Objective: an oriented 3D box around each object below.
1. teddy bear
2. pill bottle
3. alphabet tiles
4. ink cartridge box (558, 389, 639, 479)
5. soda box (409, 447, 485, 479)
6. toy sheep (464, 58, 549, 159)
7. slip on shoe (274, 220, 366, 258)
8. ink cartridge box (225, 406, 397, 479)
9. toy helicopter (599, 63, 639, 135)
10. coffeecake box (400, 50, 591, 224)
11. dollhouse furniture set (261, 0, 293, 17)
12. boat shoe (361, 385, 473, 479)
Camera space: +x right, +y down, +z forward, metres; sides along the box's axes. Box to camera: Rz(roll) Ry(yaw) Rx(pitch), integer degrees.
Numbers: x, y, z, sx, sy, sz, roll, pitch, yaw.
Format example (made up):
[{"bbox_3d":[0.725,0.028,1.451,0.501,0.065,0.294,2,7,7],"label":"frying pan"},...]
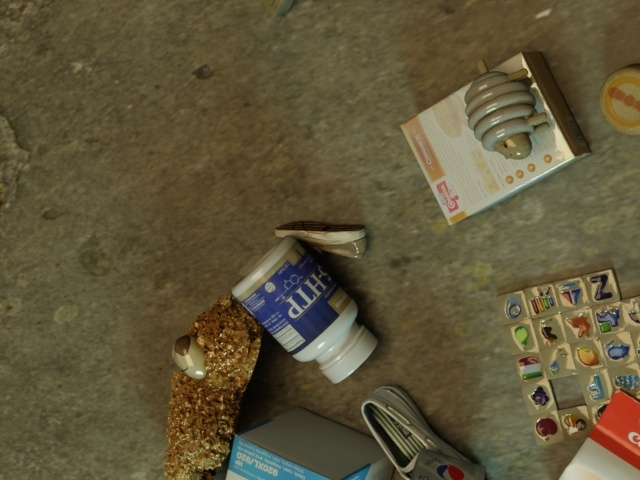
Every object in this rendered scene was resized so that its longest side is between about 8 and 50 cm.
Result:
[{"bbox_3d":[-0.171,0.240,1.803,0.113,0.245,0.338,14,133,-6],"label":"teddy bear"},{"bbox_3d":[-0.017,0.095,1.728,0.187,0.112,0.112,46,118,-5],"label":"pill bottle"},{"bbox_3d":[0.347,0.137,1.599,0.237,0.009,0.198,-16,89,31],"label":"alphabet tiles"},{"bbox_3d":[0.374,0.294,1.580,0.145,0.045,0.179,33,116,18],"label":"ink cartridge box"},{"bbox_3d":[0.128,0.415,1.659,0.091,0.098,0.286,16,111,4],"label":"soda box"},{"bbox_3d":[0.210,-0.153,1.512,0.091,0.091,0.132,-32,66,30],"label":"toy sheep"},{"bbox_3d":[0.000,0.000,1.759,0.135,0.051,0.041,2,108,24],"label":"slip on shoe"},{"bbox_3d":[-0.027,0.375,1.757,0.168,0.171,0.233,20,106,26],"label":"ink cartridge box"},{"bbox_3d":[0.474,-0.150,1.435,0.355,0.140,0.235,-2,106,41],"label":"toy helicopter"},{"bbox_3d":[0.213,-0.125,1.602,0.185,0.068,0.142,-29,83,30],"label":"coffeecake box"},{"bbox_3d":[-0.015,-0.385,1.720,0.144,0.123,0.151,59,155,10],"label":"dollhouse furniture set"},{"bbox_3d":[0.131,0.292,1.708,0.226,0.076,0.083,46,117,16],"label":"boat shoe"}]
